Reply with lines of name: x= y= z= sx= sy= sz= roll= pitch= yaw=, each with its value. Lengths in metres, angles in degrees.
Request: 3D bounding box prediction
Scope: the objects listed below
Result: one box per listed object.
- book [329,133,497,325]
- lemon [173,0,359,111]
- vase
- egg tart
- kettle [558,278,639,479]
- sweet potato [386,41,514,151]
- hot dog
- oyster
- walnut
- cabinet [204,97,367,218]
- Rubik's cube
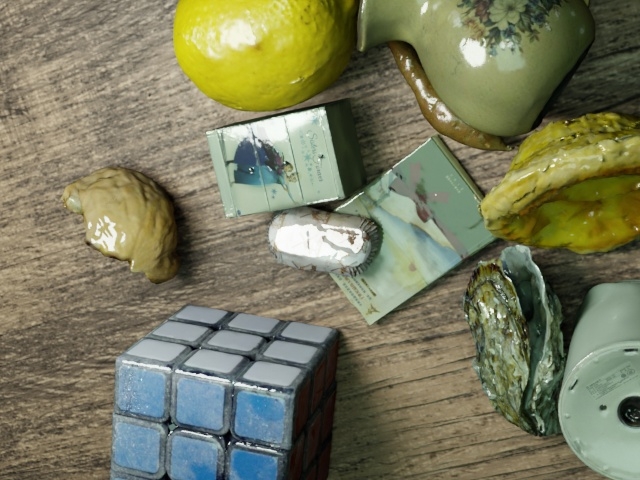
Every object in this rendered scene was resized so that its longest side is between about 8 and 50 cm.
book: x=0.134 y=-0.015 z=1.679 sx=0.289 sy=0.026 sz=0.201 roll=-38 pitch=91 yaw=21
lemon: x=-0.082 y=-0.319 z=1.547 sx=0.284 sy=0.260 sz=0.260 roll=-2 pitch=103 yaw=2
vase: x=0.251 y=-0.338 z=1.480 sx=0.302 sy=0.241 sz=0.329 roll=35 pitch=78 yaw=10
egg tart: x=0.390 y=-0.092 z=1.474 sx=0.341 sy=0.341 sz=0.132 roll=-14 pitch=65 yaw=19
kettle: x=0.483 y=0.205 z=1.479 sx=0.265 sy=0.318 sz=0.205 roll=23 pitch=108 yaw=8
sweet potato: x=0.186 y=-0.218 z=1.590 sx=0.269 sy=0.075 sz=0.075 roll=46 pitch=111 yaw=8
hot dog: x=0.000 y=0.000 z=1.677 sx=0.191 sy=0.059 sz=0.108 roll=12 pitch=92 yaw=18
oyster: x=0.318 y=0.175 z=1.619 sx=0.158 sy=0.162 sz=0.351 roll=-17 pitch=111 yaw=4
walnut: x=-0.323 y=-0.039 z=1.720 sx=0.238 sy=0.204 sz=0.141 roll=37 pitch=96 yaw=4
cabinet: x=-0.055 y=-0.132 z=1.639 sx=0.206 sy=0.150 sz=0.145 roll=-10 pitch=101 yaw=19
Rubik's cube: x=-0.153 y=0.303 z=1.695 sx=0.301 sy=0.304 sz=0.305 roll=10 pitch=104 yaw=14
